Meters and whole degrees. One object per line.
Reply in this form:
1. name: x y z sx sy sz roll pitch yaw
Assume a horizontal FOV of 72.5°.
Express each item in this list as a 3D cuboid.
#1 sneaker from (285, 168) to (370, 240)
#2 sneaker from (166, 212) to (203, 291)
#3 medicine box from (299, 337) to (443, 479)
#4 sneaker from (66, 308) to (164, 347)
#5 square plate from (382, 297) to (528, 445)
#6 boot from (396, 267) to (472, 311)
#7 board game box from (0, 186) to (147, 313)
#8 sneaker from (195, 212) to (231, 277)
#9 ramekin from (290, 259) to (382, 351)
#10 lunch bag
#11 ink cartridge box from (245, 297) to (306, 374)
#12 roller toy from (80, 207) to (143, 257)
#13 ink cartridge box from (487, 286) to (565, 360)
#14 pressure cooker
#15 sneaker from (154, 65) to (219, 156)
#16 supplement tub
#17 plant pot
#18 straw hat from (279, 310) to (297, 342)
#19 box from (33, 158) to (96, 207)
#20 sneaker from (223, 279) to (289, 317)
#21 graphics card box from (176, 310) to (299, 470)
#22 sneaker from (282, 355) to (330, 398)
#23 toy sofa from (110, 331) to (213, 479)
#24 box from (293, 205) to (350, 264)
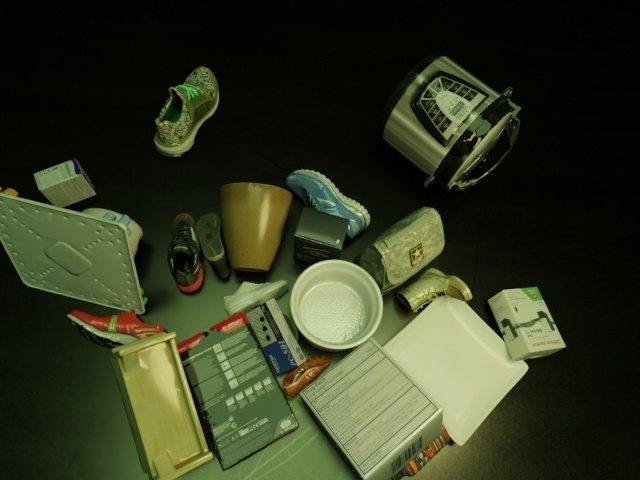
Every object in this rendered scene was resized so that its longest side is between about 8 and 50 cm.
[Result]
1. sneaker: 0.005 -0.119 1.503 0.330 0.129 0.147 36 65 11
2. sneaker: -0.433 0.020 1.395 0.098 0.135 0.276 -7 65 -7
3. medicine box: 0.136 0.464 1.186 0.264 0.149 0.289 -33 47 -18
4. sneaker: -0.604 0.256 1.304 0.279 0.107 0.118 20 54 -5
5. square plate: 0.408 0.377 1.356 0.344 0.049 0.347 -37 74 -21
6. boot: 0.355 0.171 1.381 0.165 0.213 0.077 -30 114 -15
7. board game box: -0.700 0.037 1.235 0.390 0.389 0.050 14 45 1
8. sneaker: -0.351 0.016 1.432 0.083 0.118 0.222 -13 47 -6
9. ramekin: 0.043 0.211 1.349 0.277 0.135 0.277 2 64 -4
10. lunch bag: 0.247 0.037 1.368 0.235 0.287 0.169 -32 72 -19
11. ink cartridge box: -0.134 0.286 1.298 0.046 0.097 0.207 -19 79 -57
12. roller toy: -0.662 0.003 1.347 0.210 0.191 0.146 3 65 15
13. ink cartridge box: 0.652 0.263 1.388 0.153 0.087 0.208 -2 60 -22
14. pressure cooker: 0.467 -0.400 1.544 0.420 0.369 0.375 43 52 12
15. sneaker: -0.490 -0.510 1.602 0.158 0.182 0.410 14 65 1
16. supplement tub: 0.259 0.581 1.222 0.198 0.106 0.106 -34 73 -18
17. plant pot: -0.218 -0.031 1.409 0.237 0.237 0.254 5 81 -3
18. straw hat: -0.115 0.272 1.348 0.144 0.144 0.061 46 29 15
19. box: -0.847 -0.187 1.454 0.137 0.126 0.072 -26 69 -16
20. sneaker: -0.208 0.162 1.389 0.212 0.080 0.094 -25 59 -14
21. graphics card box: -0.244 0.422 1.253 0.233 0.094 0.370 -26 70 -16
22. sneaker: -0.041 0.403 1.302 0.175 0.067 0.064 -26 29 -31
23. toy sofa: -0.431 0.438 1.171 0.150 0.177 0.362 -15 83 -35
24. box: 0.000 0.000 1.403 0.153 0.207 0.108 17 65 3
